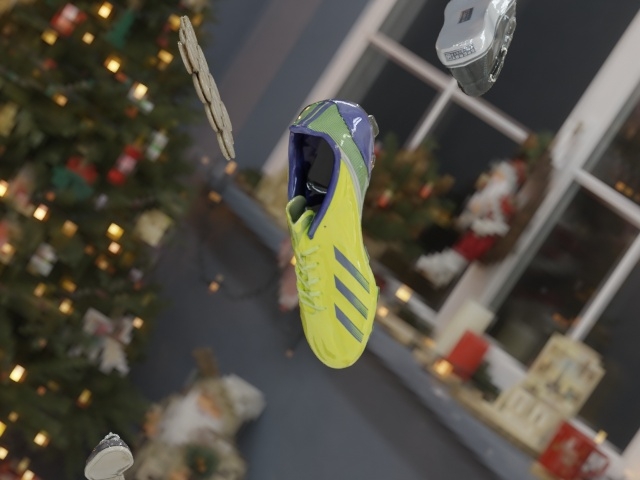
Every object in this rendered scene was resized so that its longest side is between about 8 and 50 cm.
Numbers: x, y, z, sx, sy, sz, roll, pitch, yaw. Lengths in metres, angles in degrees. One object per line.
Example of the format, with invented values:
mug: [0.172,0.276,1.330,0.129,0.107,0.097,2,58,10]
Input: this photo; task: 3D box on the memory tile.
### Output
memory tile: [-0.125,-0.166,1.805,0.113,0.012,0.148,-102,172,-61]

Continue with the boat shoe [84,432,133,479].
boat shoe: [-0.334,0.334,2.564,0.206,0.075,0.065,111,-32,-66]

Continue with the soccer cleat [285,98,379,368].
soccer cleat: [-0.001,-0.001,1.675,0.093,0.289,0.121,13,22,32]

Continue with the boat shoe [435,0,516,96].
boat shoe: [0.110,-0.142,1.128,0.040,0.049,0.142,64,28,-21]
